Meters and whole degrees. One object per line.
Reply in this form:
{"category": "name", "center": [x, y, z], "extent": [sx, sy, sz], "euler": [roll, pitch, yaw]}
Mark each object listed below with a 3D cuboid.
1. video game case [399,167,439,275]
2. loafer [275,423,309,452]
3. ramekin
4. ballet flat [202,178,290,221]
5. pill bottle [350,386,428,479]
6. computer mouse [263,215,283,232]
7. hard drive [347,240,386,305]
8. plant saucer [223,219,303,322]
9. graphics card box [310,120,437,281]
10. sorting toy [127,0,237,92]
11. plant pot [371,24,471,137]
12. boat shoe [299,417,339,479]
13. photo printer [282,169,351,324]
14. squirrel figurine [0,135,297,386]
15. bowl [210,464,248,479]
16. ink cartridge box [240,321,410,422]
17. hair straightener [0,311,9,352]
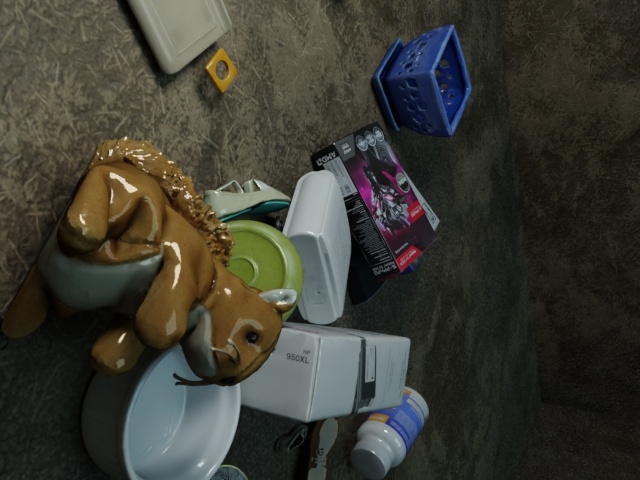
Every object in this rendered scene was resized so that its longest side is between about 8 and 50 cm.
{"category": "video game case", "center": [0.212, -0.078, 1.838], "extent": [0.269, 0.061, 0.244], "euler": [51, 44, -16]}
{"category": "loafer", "center": [-0.060, 0.487, 1.564], "extent": [0.125, 0.039, 0.045], "euler": [-15, 106, -56]}
{"category": "ramekin", "center": [-0.277, 0.299, 1.123], "extent": [0.277, 0.135, 0.277], "euler": [-9, 100, -56]}
{"category": "ballet flat", "center": [-0.154, -0.090, 1.344], "extent": [0.248, 0.086, 0.086], "euler": [-17, 107, -55]}
{"category": "pill bottle", "center": [0.197, 0.560, 1.869], "extent": [0.272, 0.152, 0.152], "euler": [-39, 124, -50]}
{"category": "computer mouse", "center": [-0.152, 0.034, 1.355], "extent": [0.272, 0.072, 0.188], "euler": [4, 90, -57]}
{"category": "hard drive", "center": [0.152, 0.053, 1.846], "extent": [0.254, 0.054, 0.172], "euler": [-49, 132, -44]}
{"category": "plant saucer", "center": [-0.152, 0.066, 1.211], "extent": [0.037, 0.241, 0.241], "euler": [86, 19, -69]}
{"category": "graphics card box", "center": [0.148, -0.107, 1.674], "extent": [0.233, 0.094, 0.371], "euler": [-34, 97, -48]}
{"category": "sorting toy", "center": [-0.263, -0.424, 1.172], "extent": [0.196, 0.047, 0.347], "euler": [-51, 133, -36]}
{"category": "plant pot", "center": [0.291, -0.458, 1.876], "extent": [0.236, 0.212, 0.236], "euler": [-62, 141, -33]}
{"category": "boat shoe", "center": [-0.011, 0.529, 1.623], "extent": [0.073, 0.073, 0.207], "euler": [24, 73, -19]}
{"category": "photo printer", "center": [0.000, 0.000, 1.486], "extent": [0.307, 0.107, 0.256], "euler": [-78, 159, -54]}
{"category": "squirrel figurine", "center": [-0.221, 0.035, 0.999], "extent": [0.370, 0.281, 0.397], "euler": [29, 33, -22]}
{"category": "bowl", "center": [-0.219, 0.521, 1.250], "extent": [0.170, 0.080, 0.170], "euler": [9, 78, -50]}
{"category": "ink cartridge box", "center": [-0.024, 0.265, 1.375], "extent": [0.395, 0.286, 0.166], "euler": [15, 80, -56]}
{"category": "hair straightener", "center": [-0.509, 0.111, 0.842], "extent": [0.230, 0.047, 0.089], "euler": [43, 58, -55]}
